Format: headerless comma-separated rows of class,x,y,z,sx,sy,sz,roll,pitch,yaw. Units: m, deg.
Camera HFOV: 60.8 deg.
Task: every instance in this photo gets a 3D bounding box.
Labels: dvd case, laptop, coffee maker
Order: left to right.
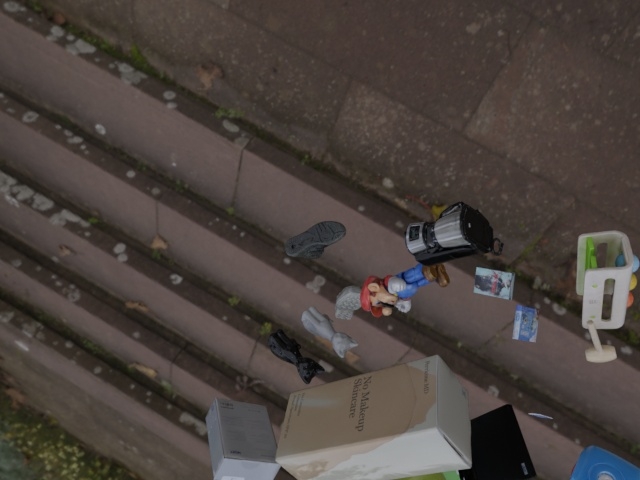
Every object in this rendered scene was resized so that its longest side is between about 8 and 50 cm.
coffee maker,0.324,0.005,1.348,0.178,0.120,0.171,-18,120,46
laptop,0.488,0.644,1.559,0.136,0.234,0.265,-1,124,1
dvd case,0.547,0.133,1.717,0.119,0.013,0.087,11,104,30

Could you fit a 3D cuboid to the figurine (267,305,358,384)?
figurine,-0.018,0.319,1.658,0.209,0.214,0.092,34,150,47

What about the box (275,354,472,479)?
box,0.089,0.318,0.932,0.311,0.148,0.121,-24,122,28

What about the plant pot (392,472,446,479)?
plant pot,0.086,0.584,1.197,0.274,0.293,0.275,31,150,20

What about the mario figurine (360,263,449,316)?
mario figurine,0.273,0.184,1.833,0.320,0.170,0.198,-28,111,36

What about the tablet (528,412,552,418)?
tablet,0.842,0.670,2.084,0.083,0.006,0.054,23,157,-33

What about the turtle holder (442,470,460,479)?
turtle holder,0.396,0.725,1.830,0.243,0.320,0.227,43,-170,-5

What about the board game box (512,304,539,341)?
board game box,0.548,0.222,1.453,0.090,0.090,0.020,14,173,-38

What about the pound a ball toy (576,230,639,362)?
pound a ball toy,0.754,0.155,1.419,0.135,0.208,0.319,-6,138,20

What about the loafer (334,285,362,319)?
loafer,0.115,0.239,2.262,0.111,0.112,0.319,9,156,-6

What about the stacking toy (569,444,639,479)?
stacking toy,0.805,0.739,1.588,0.165,0.175,0.302,24,152,30

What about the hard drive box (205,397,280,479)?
hard drive box,-0.234,0.594,1.623,0.181,0.232,0.089,18,111,-25

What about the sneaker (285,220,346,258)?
sneaker,0.000,0.000,1.910,0.227,0.087,0.130,-26,162,21
